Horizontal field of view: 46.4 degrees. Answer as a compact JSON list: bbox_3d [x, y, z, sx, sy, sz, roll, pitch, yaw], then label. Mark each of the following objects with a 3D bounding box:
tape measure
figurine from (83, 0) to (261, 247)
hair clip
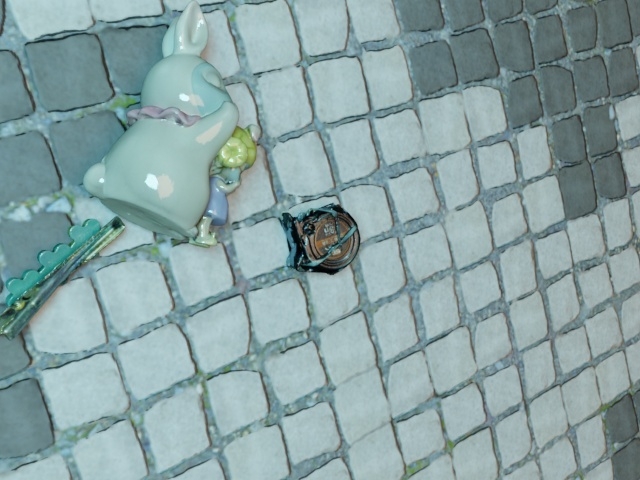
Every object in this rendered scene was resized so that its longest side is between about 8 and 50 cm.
[{"bbox_3d":[0.002,0.001,0.937,0.094,0.054,0.091,-9,98,-25],"label":"tape measure"},{"bbox_3d":[-0.138,-0.126,0.808,0.155,0.127,0.235,24,75,-11],"label":"figurine"},{"bbox_3d":[-0.276,0.030,0.772,0.173,0.049,0.049,-49,114,-27],"label":"hair clip"}]
